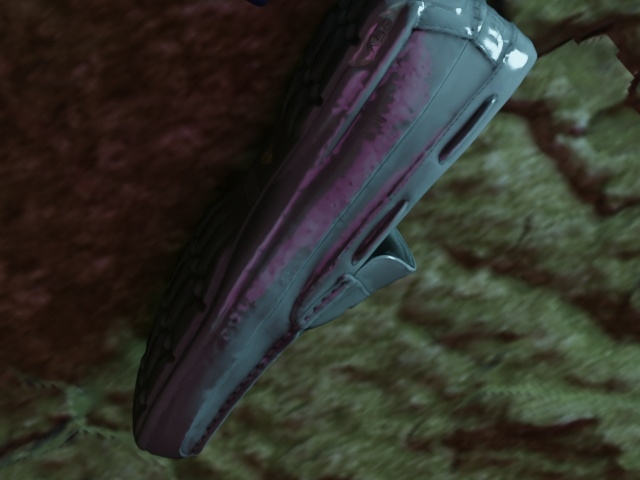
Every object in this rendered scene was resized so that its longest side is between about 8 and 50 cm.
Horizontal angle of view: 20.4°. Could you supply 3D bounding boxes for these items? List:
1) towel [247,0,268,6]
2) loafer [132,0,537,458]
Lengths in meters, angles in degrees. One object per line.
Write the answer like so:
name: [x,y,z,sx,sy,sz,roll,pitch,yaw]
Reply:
towel: [-0.060,-0.172,0.892,0.119,0.029,0.067,31,112,-28]
loafer: [0.000,0.000,0.974,0.111,0.112,0.319,26,114,-18]
